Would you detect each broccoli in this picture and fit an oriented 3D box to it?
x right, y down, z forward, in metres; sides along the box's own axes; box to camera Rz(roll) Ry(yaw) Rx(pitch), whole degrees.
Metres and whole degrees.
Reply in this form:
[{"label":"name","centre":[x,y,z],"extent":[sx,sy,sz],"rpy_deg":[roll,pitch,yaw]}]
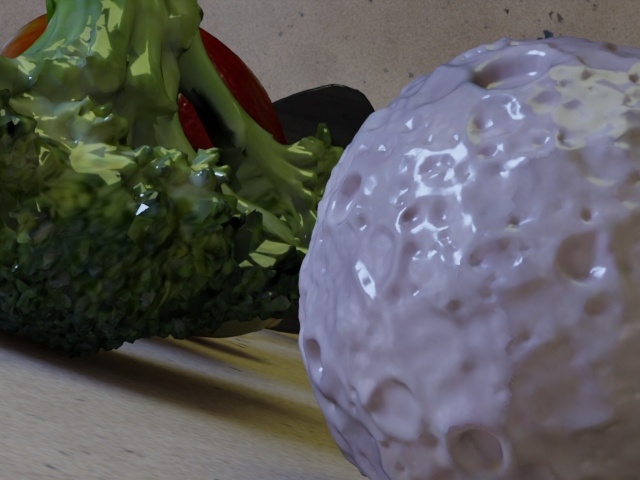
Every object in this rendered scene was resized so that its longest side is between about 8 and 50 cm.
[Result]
[{"label":"broccoli","centre":[-0.165,-0.116,0.968],"extent":[0.275,0.397,0.353],"rpy_deg":[-11,7,21]}]

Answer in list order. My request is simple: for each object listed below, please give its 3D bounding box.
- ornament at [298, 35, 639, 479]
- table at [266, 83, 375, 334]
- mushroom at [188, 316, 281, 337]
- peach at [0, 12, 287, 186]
[{"label":"ornament","centre":[0.118,0.033,0.733],"extent":[0.259,0.259,0.225],"rpy_deg":[18,5,-31]},{"label":"table","centre":[0.000,0.000,1.680],"extent":[0.317,0.317,0.249],"rpy_deg":[18,14,-23]},{"label":"mushroom","centre":[-0.165,0.026,1.399],"extent":[0.278,0.096,0.099],"rpy_deg":[14,-2,8]},{"label":"peach","centre":[-0.145,-0.064,1.224],"extent":[0.274,0.245,0.248],"rpy_deg":[16,-19,-8]}]
